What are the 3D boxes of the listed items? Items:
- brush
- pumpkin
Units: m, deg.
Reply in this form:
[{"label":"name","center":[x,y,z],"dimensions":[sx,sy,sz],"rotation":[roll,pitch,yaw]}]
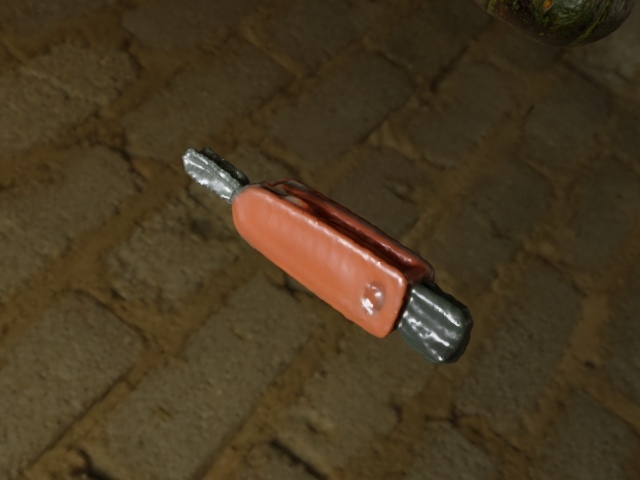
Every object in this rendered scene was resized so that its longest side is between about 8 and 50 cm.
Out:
[{"label":"brush","center":[0.000,0.000,0.975],"dimensions":[0.051,0.323,0.070],"rotation":[-23,-39,-49]},{"label":"pumpkin","center":[0.230,-0.231,0.986],"dimensions":[0.183,0.108,0.119],"rotation":[-33,-24,-41]}]
